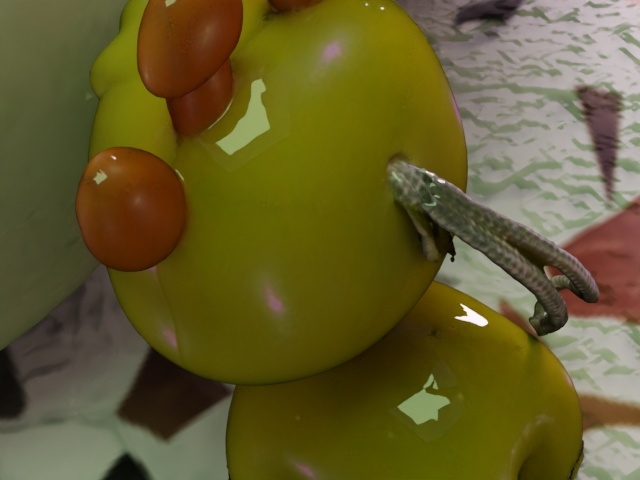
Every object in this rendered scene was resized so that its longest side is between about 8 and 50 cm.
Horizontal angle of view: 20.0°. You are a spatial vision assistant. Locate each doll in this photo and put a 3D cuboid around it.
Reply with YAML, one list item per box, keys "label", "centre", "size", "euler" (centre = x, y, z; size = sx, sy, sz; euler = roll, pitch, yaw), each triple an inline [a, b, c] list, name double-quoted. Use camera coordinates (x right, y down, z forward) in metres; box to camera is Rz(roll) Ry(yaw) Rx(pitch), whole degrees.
- label: "doll"
  centre: [0.000, 0.000, 0.501]
  size: [0.135, 0.221, 0.143]
  euler: [21, 55, 32]

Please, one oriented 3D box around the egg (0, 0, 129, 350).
- label: "egg"
  centre: [-0.157, -0.062, 0.547]
  size: [0.264, 0.286, 0.174]
  euler: [-1, 56, 16]
